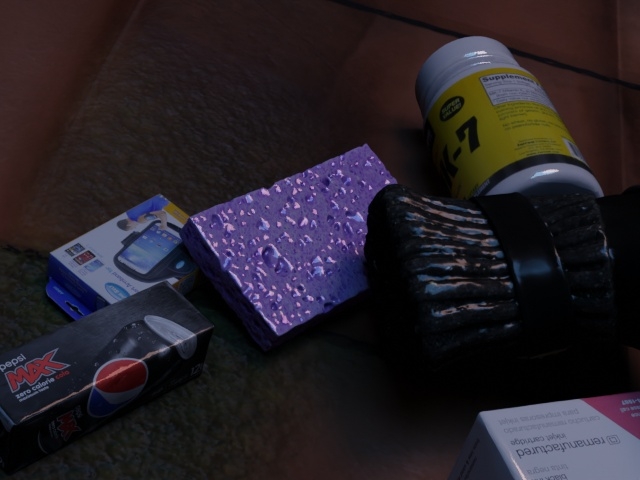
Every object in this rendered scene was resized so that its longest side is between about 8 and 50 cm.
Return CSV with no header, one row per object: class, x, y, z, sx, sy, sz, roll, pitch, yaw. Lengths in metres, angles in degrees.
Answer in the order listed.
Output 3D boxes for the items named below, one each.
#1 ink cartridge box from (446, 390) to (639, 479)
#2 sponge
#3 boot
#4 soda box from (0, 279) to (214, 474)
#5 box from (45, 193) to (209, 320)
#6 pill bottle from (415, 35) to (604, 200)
ink cartridge box,0.208,0.220,0.835,0.171,0.100,0.237,-4,44,-24
sponge,0.000,0.000,1.041,0.210,0.031,0.117,-26,72,-41
boot,0.189,0.038,0.894,0.260,0.131,0.348,-1,9,-16
soda box,-0.156,0.090,0.888,0.169,0.053,0.060,-26,56,-39
box,-0.143,0.019,0.993,0.081,0.028,0.136,37,41,20
pill bottle,0.159,-0.081,1.144,0.119,0.119,0.208,1,42,-19
